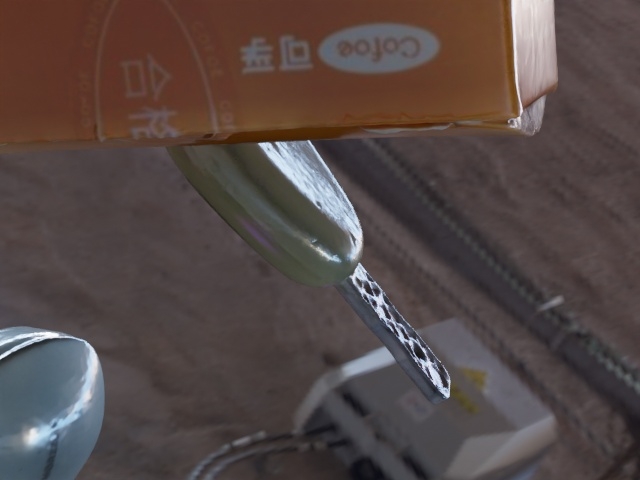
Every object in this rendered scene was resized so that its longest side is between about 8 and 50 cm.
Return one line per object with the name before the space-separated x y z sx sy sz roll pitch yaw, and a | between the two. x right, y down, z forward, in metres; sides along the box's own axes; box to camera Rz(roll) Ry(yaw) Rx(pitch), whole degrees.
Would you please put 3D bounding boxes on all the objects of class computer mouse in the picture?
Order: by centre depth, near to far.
computer mouse | -0.210 0.152 1.103 0.079 0.128 0.231 43 -53 29

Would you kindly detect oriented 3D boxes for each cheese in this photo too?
cheese | 0.000 0.000 0.789 0.037 0.097 0.192 -35 -75 19

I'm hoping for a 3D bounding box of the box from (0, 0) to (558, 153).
box | -0.038 -0.200 0.614 0.225 0.143 0.341 -2 -79 13
